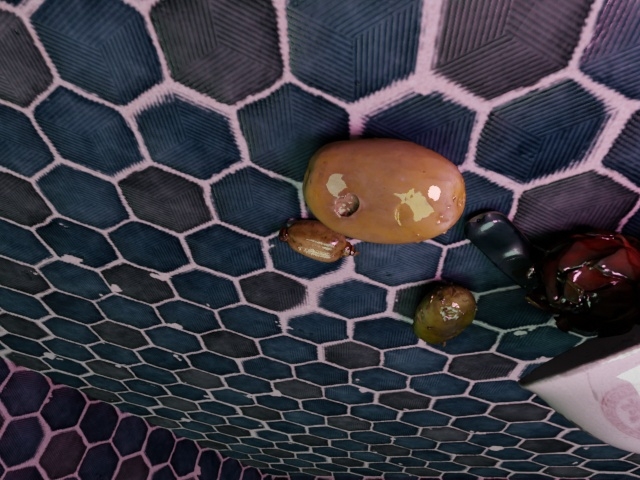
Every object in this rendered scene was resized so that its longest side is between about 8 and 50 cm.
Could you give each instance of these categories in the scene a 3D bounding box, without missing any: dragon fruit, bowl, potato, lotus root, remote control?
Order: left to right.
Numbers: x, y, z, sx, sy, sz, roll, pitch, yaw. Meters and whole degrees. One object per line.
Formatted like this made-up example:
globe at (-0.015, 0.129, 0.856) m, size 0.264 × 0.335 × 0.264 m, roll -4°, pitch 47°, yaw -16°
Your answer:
lotus root at (0.000, 0.000, 0.784) m, size 0.152 × 0.063 × 0.072 m, roll 18°, pitch 113°, yaw 1°
potato at (0.088, -0.069, 0.625) m, size 0.234 × 0.146 × 0.150 m, roll 12°, pitch 97°, yaw 18°
potato at (0.252, 0.162, 0.900) m, size 0.118 × 0.090 × 0.225 m, roll 2°, pitch 147°, yaw 0°
remote control at (0.332, 0.023, 0.752) m, size 0.222 × 0.042 × 0.072 m, roll 37°, pitch 132°, yaw -29°
dragon fruit at (0.440, 0.068, 0.684) m, size 0.189 × 0.182 × 0.182 m, roll 6°, pitch 153°, yaw -46°
bowl at (0.552, 0.213, 0.646) m, size 0.436 × 0.195 × 0.434 m, roll -21°, pitch 159°, yaw -9°
